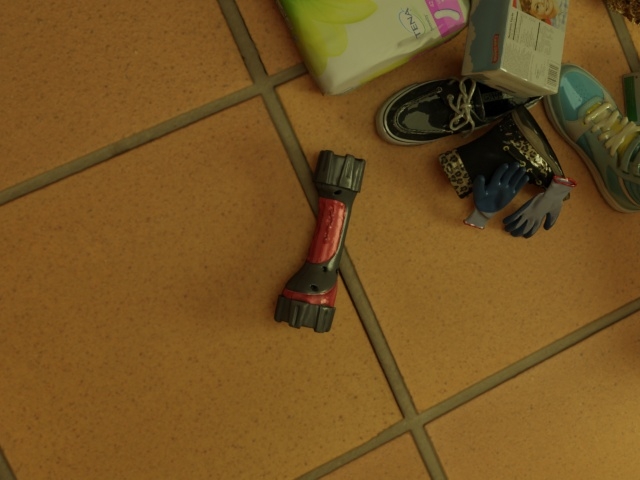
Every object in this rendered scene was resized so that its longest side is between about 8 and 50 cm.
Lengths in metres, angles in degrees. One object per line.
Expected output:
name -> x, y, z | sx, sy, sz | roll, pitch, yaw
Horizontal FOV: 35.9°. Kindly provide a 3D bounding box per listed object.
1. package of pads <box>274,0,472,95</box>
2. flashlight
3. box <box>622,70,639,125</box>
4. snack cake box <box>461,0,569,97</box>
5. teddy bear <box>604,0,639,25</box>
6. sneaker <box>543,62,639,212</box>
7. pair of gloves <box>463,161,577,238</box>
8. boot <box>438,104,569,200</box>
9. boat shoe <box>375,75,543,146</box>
package of pads -> 0.089, -0.397, 1.661 | 0.296, 0.101, 0.229 | -26, 99, 1
flashlight -> 0.000, 0.000, 1.680 | 0.103, 0.103, 0.304 | 12, 91, -11
box -> 0.626, -0.265, 1.825 | 0.102, 0.087, 0.101 | -7, 94, -14
snack cake box -> 0.329, -0.384, 1.632 | 0.152, 0.089, 0.264 | 13, 84, -38
teddy bear -> 0.611, -0.547, 1.810 | 0.245, 0.113, 0.338 | -4, 86, -20
sneaker -> 0.534, -0.188, 1.745 | 0.127, 0.208, 0.319 | -40, 101, -7
pair of gloves -> 0.345, -0.070, 1.744 | 0.198, 0.023, 0.159 | 14, 131, -23
boot -> 0.331, -0.122, 1.764 | 0.178, 0.085, 0.236 | -27, 135, 17
boat shoe -> 0.250, -0.235, 1.726 | 0.306, 0.105, 0.113 | -10, 95, -13
